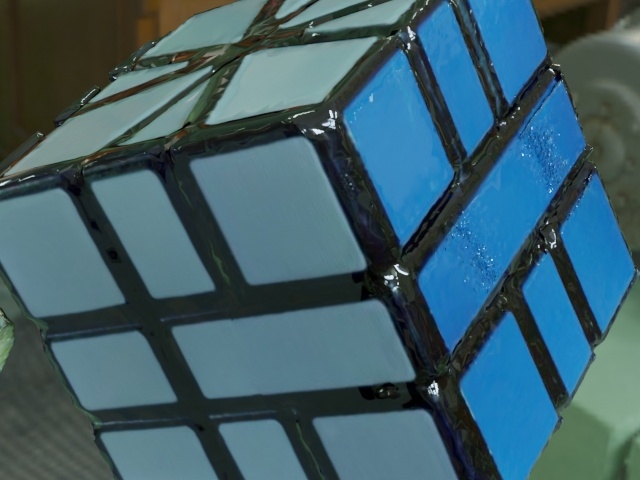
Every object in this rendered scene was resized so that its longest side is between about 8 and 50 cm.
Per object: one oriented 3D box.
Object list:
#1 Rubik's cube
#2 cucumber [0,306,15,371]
[{"bbox_3d":[0.000,0.000,0.938,0.293,0.283,0.288,-11,26,38],"label":"Rubik's cube"},{"bbox_3d":[-0.202,-0.012,0.499,0.265,0.077,0.077,40,39,11],"label":"cucumber"}]
